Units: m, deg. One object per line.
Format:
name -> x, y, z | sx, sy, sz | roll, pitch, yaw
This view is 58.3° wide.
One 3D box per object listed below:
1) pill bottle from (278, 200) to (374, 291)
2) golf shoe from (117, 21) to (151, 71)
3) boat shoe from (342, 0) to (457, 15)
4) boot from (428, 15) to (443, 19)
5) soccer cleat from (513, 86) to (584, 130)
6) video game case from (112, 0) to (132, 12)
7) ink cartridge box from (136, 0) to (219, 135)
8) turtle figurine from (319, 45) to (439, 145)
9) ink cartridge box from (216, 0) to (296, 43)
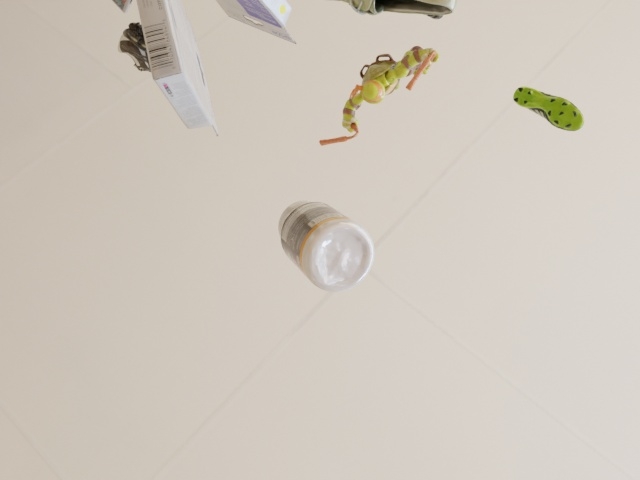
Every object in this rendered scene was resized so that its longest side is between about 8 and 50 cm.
pill bottle -> 0.000, 0.000, 1.310 | 0.162, 0.162, 0.278 | -24, -159, -11
golf shoe -> -0.417, -0.458, 1.455 | 0.094, 0.198, 0.077 | -34, -145, 29
boat shoe -> 0.087, -0.431, 0.964 | 0.302, 0.109, 0.094 | 7, -91, 23
boot -> 0.296, -0.606, 1.228 | 0.348, 0.260, 0.131 | 3, -163, -15
soccer cleat -> 0.511, -0.295, 1.273 | 0.072, 0.060, 0.179 | -3, -145, -44
video game case -> -0.508, -0.648, 1.326 | 0.201, 0.183, 0.023 | 45, -113, -17
ink cartridge box -> -0.317, -0.422, 1.244 | 0.071, 0.330, 0.324 | -15, -102, -3
turtle figurine -> 0.108, -0.286, 1.048 | 0.087, 0.269, 0.217 | 49, -144, -7
ink cartridge box -> -0.220, -0.660, 1.478 | 0.303, 0.307, 0.072 | 34, -88, 32
